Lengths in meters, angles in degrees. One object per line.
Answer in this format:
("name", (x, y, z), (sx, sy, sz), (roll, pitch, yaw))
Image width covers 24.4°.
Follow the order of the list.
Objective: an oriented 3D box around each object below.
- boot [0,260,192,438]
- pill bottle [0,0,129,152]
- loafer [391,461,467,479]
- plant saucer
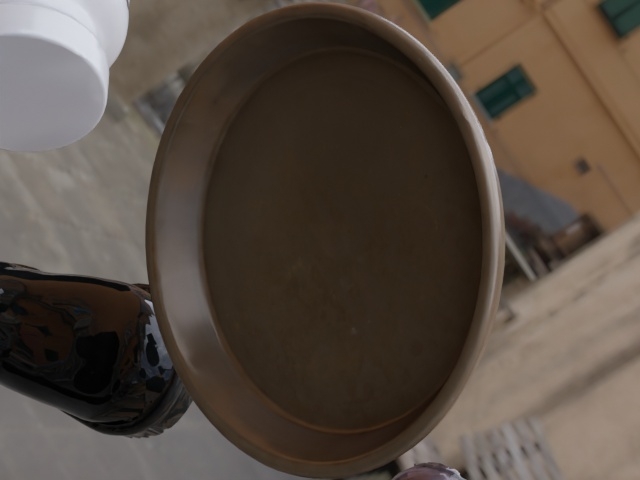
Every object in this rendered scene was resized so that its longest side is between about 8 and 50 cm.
("boot", (-0.286, 0.068, 1.228), (0.348, 0.131, 0.260), (6, -10, 45))
("pill bottle", (-0.307, -0.286, 1.578), (0.210, 0.210, 0.363), (47, 30, -44))
("loafer", (0.111, 0.256, 0.945), (0.109, 0.095, 0.303), (6, -56, 46))
("plant saucer", (0.000, 0.000, 0.875), (0.041, 0.278, 0.278), (-1, 54, -48))
